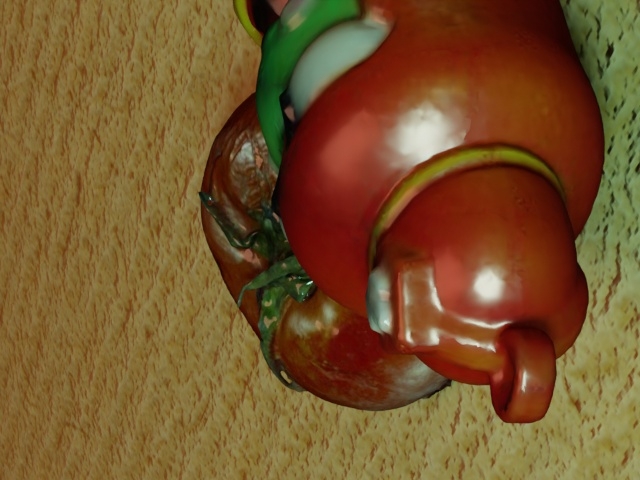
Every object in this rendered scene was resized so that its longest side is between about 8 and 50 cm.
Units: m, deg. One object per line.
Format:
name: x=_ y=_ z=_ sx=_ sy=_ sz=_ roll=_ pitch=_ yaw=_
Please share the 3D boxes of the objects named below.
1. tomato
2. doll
tomato: x=-0.004 y=-0.001 z=1.107 sx=0.228 sy=0.101 sz=0.228 roll=30 pitch=127 yaw=50
doll: x=0.052 y=-0.054 z=0.888 sx=0.363 sy=0.160 sz=0.183 roll=-105 pitch=20 yaw=-44
